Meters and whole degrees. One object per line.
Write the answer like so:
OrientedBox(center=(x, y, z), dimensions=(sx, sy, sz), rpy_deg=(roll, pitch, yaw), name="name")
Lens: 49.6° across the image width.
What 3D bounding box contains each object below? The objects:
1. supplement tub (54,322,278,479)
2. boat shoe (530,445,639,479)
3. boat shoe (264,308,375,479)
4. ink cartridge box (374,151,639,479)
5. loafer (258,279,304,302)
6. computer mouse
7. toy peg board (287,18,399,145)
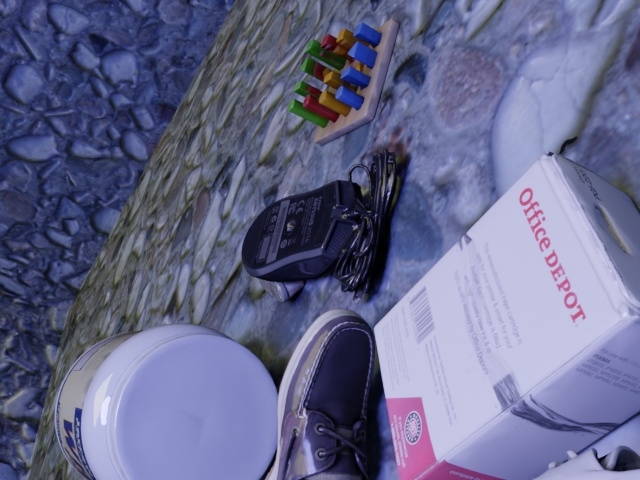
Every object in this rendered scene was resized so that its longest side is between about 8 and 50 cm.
OrientedBox(center=(-0.210, 0.231, 0.921), dimensions=(0.325, 0.235, 0.235), rpy_deg=(-19, 53, 60), name="supplement tub")
OrientedBox(center=(0.168, 0.161, 0.392), dimensions=(0.258, 0.095, 0.084), rpy_deg=(-20, 47, 46), name="boat shoe")
OrientedBox(center=(0.004, 0.211, 0.670), dimensions=(0.092, 0.102, 0.285), rpy_deg=(18, 89, 61), name="boat shoe")
OrientedBox(center=(0.143, 0.069, 0.502), dimensions=(0.218, 0.092, 0.159), rpy_deg=(-53, 28, 34), name="ink cartridge box")
OrientedBox(center=(-0.059, 0.059, 1.009), dimensions=(0.125, 0.039, 0.045), rpy_deg=(26, 137, 66), name="loafer")
OrientedBox(center=(0.000, 0.000, 0.901), dimensions=(0.272, 0.072, 0.189), rpy_deg=(-11, 57, 48), name="computer mouse")
OrientedBox(center=(0.025, -0.246, 1.035), dimensions=(0.160, 0.079, 0.161), rpy_deg=(-14, 58, 62), name="toy peg board")
